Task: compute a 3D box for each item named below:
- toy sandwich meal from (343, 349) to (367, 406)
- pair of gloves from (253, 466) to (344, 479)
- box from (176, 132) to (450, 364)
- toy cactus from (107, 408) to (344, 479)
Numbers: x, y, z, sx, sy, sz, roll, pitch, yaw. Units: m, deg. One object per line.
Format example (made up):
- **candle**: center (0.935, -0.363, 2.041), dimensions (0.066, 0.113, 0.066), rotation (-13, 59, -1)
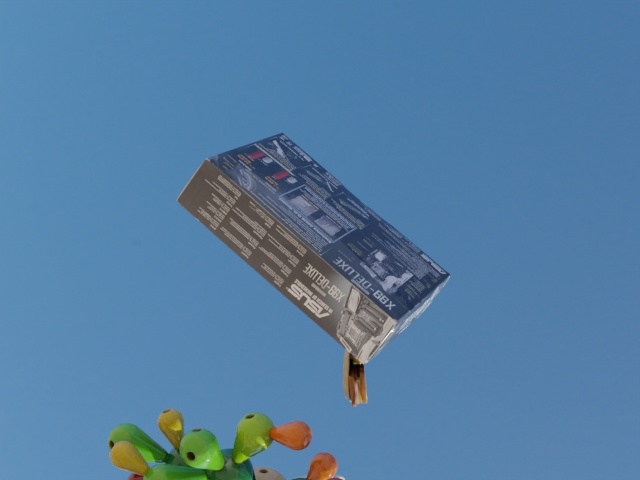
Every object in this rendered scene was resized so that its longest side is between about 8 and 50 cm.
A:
- **toy sandwich meal**: center (0.046, 0.164, 1.549), dimensions (0.029, 0.085, 0.085), rotation (1, -88, 9)
- **pair of gloves**: center (-0.045, 0.437, 1.821), dimensions (0.042, 0.240, 0.204), rotation (-8, -106, 39)
- **box**: center (0.000, 0.000, 1.572), dimensions (0.307, 0.242, 0.076), rotation (40, -67, 8)
- **toy cactus**: center (-0.059, 0.197, 0.960), dimensions (0.219, 0.180, 0.112), rotation (1, -117, 22)
